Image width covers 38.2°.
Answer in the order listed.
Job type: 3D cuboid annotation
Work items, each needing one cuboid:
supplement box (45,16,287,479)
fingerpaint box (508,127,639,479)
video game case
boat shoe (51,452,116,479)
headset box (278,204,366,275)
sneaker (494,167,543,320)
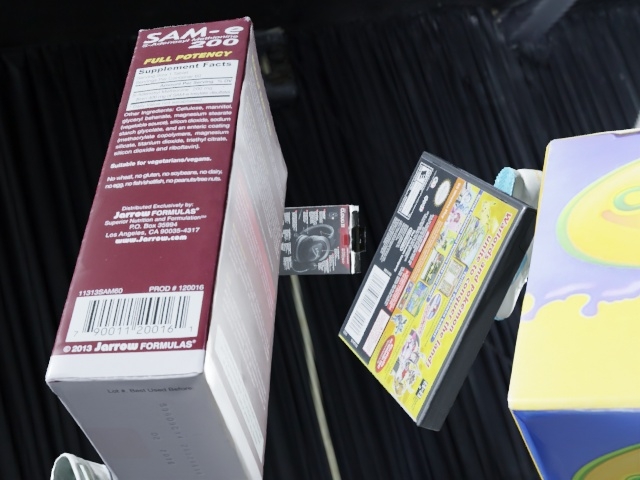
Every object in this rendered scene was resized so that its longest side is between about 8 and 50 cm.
[{"bbox_3d":[-0.068,0.005,0.500,0.073,0.239,0.130,-3,-41,8],"label":"supplement box"},{"bbox_3d":[0.346,0.112,0.376,0.445,0.163,0.371,-6,-48,27],"label":"fingerpaint box"},{"bbox_3d":[0.133,0.050,1.118,0.035,0.274,0.248,20,11,-26],"label":"video game case"},{"bbox_3d":[-0.212,0.277,0.811,0.076,0.226,0.083,38,-83,-27],"label":"boat shoe"},{"bbox_3d":[0.000,0.000,0.832,0.083,0.062,0.032,-3,0,19],"label":"headset box"},{"bbox_3d":[0.289,0.011,1.332,0.092,0.228,0.087,4,20,-11],"label":"sneaker"}]
